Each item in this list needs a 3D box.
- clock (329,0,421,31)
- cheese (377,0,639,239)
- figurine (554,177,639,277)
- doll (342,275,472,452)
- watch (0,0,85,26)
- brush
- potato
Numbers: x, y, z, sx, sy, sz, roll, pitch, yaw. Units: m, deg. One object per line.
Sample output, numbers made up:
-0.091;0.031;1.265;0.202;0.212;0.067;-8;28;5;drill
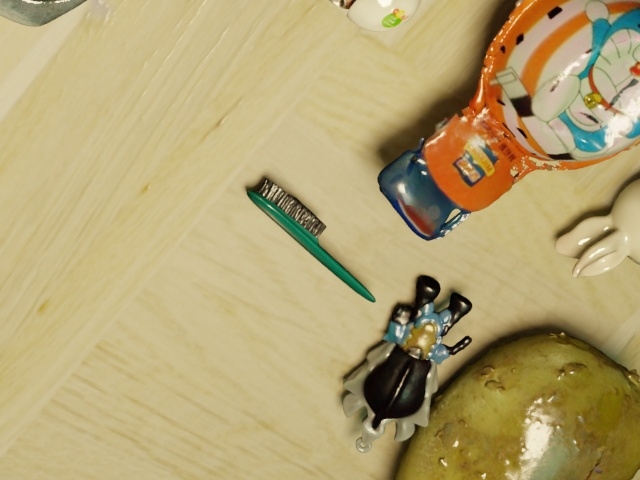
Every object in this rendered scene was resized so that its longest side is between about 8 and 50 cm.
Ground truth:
0.014;-0.254;1.266;0.093;0.162;0.166;-35;129;-1;clock
0.201;-0.124;1.455;0.329;0.129;0.217;-37;127;5;cheese
0.362;-0.020;1.606;0.235;0.127;0.155;-38;139;12;figurine
0.082;0.132;1.617;0.096;0.070;0.195;26;106;-3;doll
-0.221;-0.265;1.220;0.206;0.068;0.193;26;111;-32;watch
0.000;0.000;1.513;0.032;0.043;0.193;-53;129;-4;brush
0.199;0.226;1.667;0.307;0.173;0.210;-47;132;8;potato
